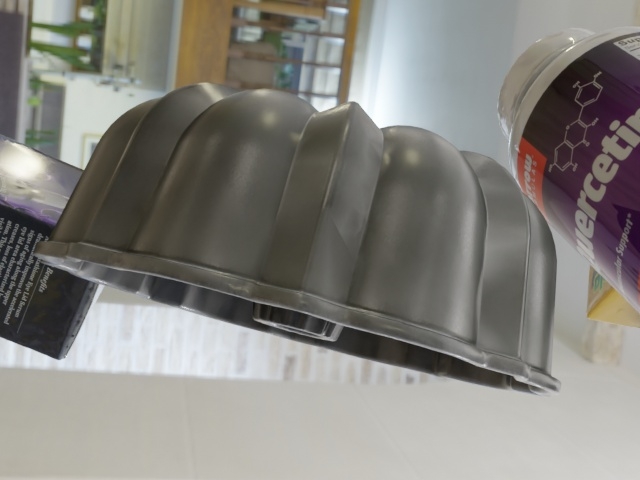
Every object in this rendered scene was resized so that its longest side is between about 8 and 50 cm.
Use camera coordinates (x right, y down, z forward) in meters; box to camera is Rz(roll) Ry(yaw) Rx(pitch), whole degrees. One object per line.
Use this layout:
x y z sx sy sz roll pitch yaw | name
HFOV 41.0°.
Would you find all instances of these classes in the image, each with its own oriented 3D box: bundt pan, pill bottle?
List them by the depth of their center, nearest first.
0.000 0.000 0.547 0.331 0.331 0.124 154 -47 -76 | bundt pan
0.269 -0.050 0.663 0.323 0.182 0.181 -122 -143 -51 | pill bottle

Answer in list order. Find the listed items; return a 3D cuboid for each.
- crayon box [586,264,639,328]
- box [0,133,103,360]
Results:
0.411 -0.028 1.075 0.203 0.083 0.322 98 3 -65 | crayon box
-0.270 -0.013 0.700 0.153 0.207 0.108 -100 -146 -70 | box
